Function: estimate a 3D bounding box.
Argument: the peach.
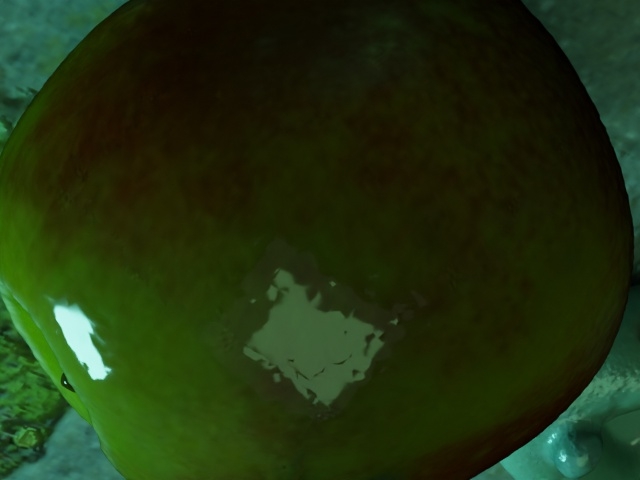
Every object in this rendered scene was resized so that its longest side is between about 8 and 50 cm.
[{"bbox_3d":[0.000,0.000,0.706,0.231,0.231,0.231,-4,132,-5],"label":"peach"}]

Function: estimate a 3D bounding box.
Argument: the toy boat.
[{"bbox_3d":[0.171,0.092,0.908,0.207,0.079,0.134,18,130,-25],"label":"toy boat"}]
